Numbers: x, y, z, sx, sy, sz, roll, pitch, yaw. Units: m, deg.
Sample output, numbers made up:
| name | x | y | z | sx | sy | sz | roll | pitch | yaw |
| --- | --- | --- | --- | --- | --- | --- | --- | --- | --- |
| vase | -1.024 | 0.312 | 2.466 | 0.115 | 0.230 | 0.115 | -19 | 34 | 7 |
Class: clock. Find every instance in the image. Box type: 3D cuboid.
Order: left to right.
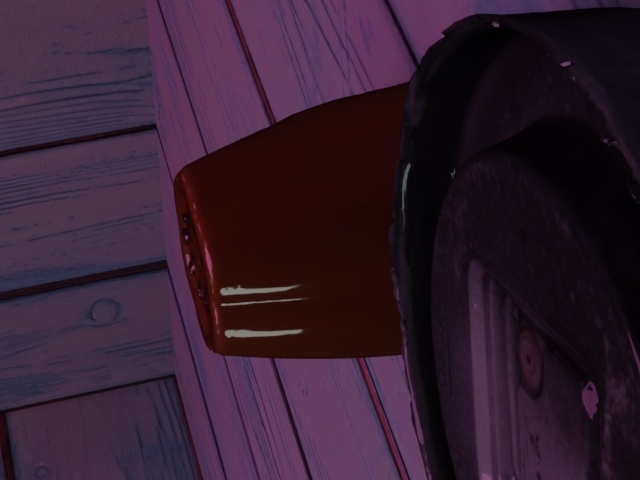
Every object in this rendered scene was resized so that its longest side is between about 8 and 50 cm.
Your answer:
| name | x | y | z | sx | sy | sz | roll | pitch | yaw |
| --- | --- | --- | --- | --- | --- | --- | --- | --- | --- |
| clock | 0.126 | 0.085 | 0.610 | 0.386 | 0.076 | 0.386 | 168 | 90 | -78 |

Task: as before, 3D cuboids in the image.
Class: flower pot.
| name | x | y | z | sx | sy | sz | roll | pitch | yaw |
| --- | --- | --- | --- | --- | --- | --- | --- | --- | --- |
| flower pot | 0.000 | 0.000 | 0.895 | 0.190 | 0.173 | 0.191 | 167 | 90 | -77 |
